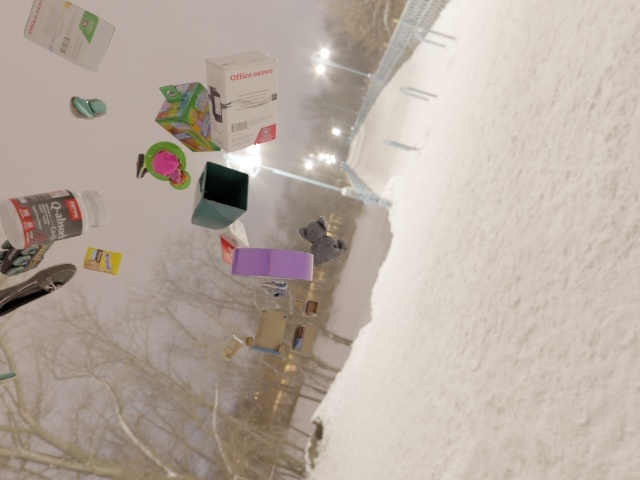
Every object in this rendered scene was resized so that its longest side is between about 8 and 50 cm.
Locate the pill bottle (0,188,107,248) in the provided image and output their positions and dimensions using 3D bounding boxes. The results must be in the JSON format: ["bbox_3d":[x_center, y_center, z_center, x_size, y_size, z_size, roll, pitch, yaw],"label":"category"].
[{"bbox_3d":[-1.129,-0.105,1.930,0.362,0.210,0.210,-21,-42,-44],"label":"pill bottle"}]

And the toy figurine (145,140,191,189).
[{"bbox_3d":[-0.474,-0.222,1.424,0.130,0.173,0.159,-35,23,-6],"label":"toy figurine"}]

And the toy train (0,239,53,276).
[{"bbox_3d":[-1.388,0.041,2.139,0.334,0.142,0.190,-41,-2,25],"label":"toy train"}]

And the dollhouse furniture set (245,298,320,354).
[{"bbox_3d":[-0.195,0.406,2.200,0.198,0.303,0.287,148,135,-70],"label":"dollhouse furniture set"}]

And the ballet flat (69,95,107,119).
[{"bbox_3d":[-0.729,-0.401,1.391,0.213,0.068,0.072,-96,-14,-74],"label":"ballet flat"}]

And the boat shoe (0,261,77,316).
[{"bbox_3d":[-1.071,0.189,1.690,0.112,0.335,0.096,82,163,-62],"label":"boat shoe"}]

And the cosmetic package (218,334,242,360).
[{"bbox_3d":[-0.443,0.530,2.224,0.115,0.060,0.041,-50,20,-2],"label":"cosmetic package"}]

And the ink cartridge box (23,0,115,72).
[{"bbox_3d":[-0.750,-0.625,1.350,0.154,0.212,0.093,-63,-4,11],"label":"ink cartridge box"}]

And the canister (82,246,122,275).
[{"bbox_3d":[-1.156,0.109,2.394,0.073,0.169,0.126,3,79,62],"label":"canister"}]

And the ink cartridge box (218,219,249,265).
[{"bbox_3d":[-0.418,0.003,2.195,0.296,0.066,0.261,60,-168,-72],"label":"ink cartridge box"}]

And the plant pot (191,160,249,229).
[{"bbox_3d":[-0.392,-0.145,1.690,0.234,0.165,0.166,-39,44,48],"label":"plant pot"}]

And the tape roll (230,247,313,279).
[{"bbox_3d":[-0.163,0.084,1.529,0.275,0.274,0.090,108,165,-82],"label":"tape roll"}]

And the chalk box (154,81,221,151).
[{"bbox_3d":[-0.386,-0.375,1.341,0.213,0.132,0.132,39,-116,-50],"label":"chalk box"}]

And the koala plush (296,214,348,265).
[{"bbox_3d":[0.000,0.000,2.227,0.221,0.196,0.203,64,-166,1],"label":"koala plush"}]

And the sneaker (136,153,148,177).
[{"bbox_3d":[-0.847,-0.356,2.210,0.234,0.097,0.084,-17,74,63],"label":"sneaker"}]

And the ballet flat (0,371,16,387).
[{"bbox_3d":[-1.266,0.553,1.754,0.057,0.168,0.053,-141,45,-74],"label":"ballet flat"}]

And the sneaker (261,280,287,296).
[{"bbox_3d":[-0.183,0.191,1.747,0.052,0.135,0.058,-8,-83,-45],"label":"sneaker"}]

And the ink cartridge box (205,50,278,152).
[{"bbox_3d":[-0.215,-0.388,1.260,0.171,0.100,0.237,-26,-41,-33],"label":"ink cartridge box"}]
